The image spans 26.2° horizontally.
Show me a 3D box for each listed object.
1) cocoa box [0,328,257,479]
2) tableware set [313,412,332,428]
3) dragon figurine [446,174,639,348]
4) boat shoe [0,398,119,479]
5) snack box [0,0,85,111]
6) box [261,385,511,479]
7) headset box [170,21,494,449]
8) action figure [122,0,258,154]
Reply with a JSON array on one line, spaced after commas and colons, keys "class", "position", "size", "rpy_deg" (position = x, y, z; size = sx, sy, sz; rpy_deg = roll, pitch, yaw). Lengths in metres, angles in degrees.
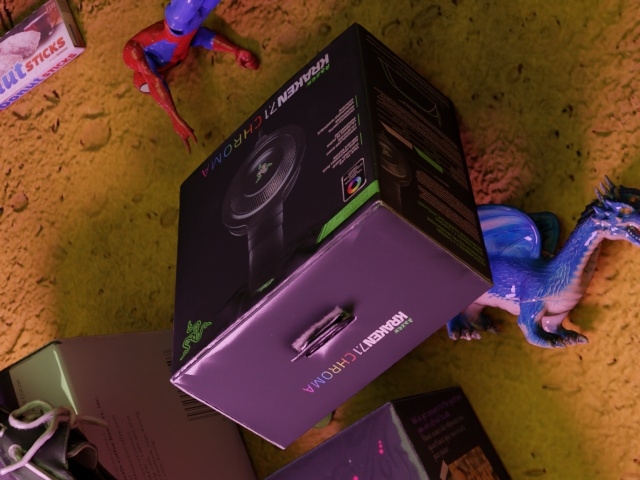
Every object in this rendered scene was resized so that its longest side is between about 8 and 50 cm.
[{"class": "cocoa box", "position": [-0.202, 0.287, 1.312], "size": [0.228, 0.231, 0.347], "rpy_deg": [-29, 77, 27]}, {"class": "tableware set", "position": [-0.041, 0.112, 1.336], "size": [0.154, 0.024, 0.104], "rpy_deg": [29, 109, 27]}, {"class": "dragon figurine", "position": [0.157, 0.013, 1.173], "size": [0.289, 0.085, 0.144], "rpy_deg": [3, 92, 35]}, {"class": "boat shoe", "position": [-0.225, 0.186, 1.131], "size": [0.306, 0.113, 0.105], "rpy_deg": [40, 96, 18]}, {"class": "snack box", "position": [-0.335, -0.193, 1.510], "size": [0.178, 0.022, 0.064], "rpy_deg": [-30, 77, 28]}, {"class": "box", "position": [0.093, 0.284, 1.184], "size": [0.165, 0.143, 0.270], "rpy_deg": [-36, 72, 26]}, {"class": "headset box", "position": [0.000, 0.000, 1.160], "size": [0.246, 0.131, 0.283], "rpy_deg": [-40, 31, 26]}, {"class": "action figure", "position": [-0.101, -0.195, 1.310], "size": [0.139, 0.091, 0.280], "rpy_deg": [52, 141, 3]}]
